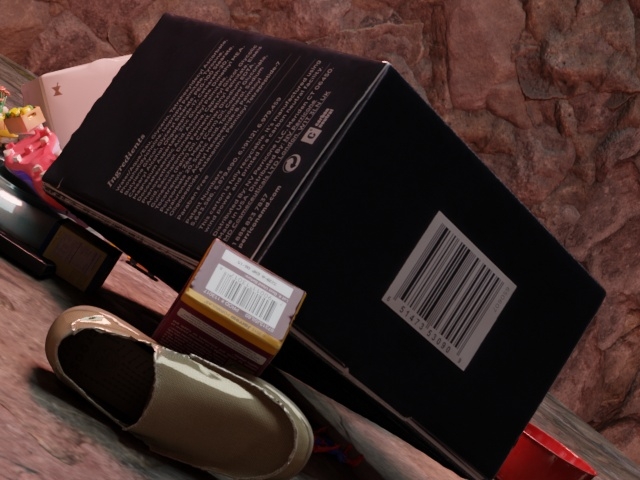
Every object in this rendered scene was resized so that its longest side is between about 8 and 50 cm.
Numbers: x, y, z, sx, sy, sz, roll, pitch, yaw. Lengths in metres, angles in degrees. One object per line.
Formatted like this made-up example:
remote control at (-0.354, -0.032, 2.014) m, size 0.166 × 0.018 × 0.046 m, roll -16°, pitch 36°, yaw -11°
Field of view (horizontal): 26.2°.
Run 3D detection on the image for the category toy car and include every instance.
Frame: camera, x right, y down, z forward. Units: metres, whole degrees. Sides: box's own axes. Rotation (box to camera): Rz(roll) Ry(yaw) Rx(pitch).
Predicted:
toy car at (-0.264, 0.024, 1.996) m, size 0.060 × 0.040 × 0.122 m, roll 34°, pitch 4°, yaw 16°

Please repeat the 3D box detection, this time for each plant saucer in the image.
plant saucer at (-0.416, -0.062, 1.859) m, size 0.317 × 0.044 × 0.317 m, roll 33°, pitch 4°, yaw -3°

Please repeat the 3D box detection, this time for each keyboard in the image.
keyboard at (-0.393, -0.012, 1.599) m, size 0.180 × 0.023 × 0.108 m, roll 32°, pitch -2°, yaw 1°

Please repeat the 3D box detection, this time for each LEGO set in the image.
LEGO set at (-0.484, -0.199, 2.043) m, size 0.132 × 0.107 × 0.287 m, roll -2°, pitch 0°, yaw -15°

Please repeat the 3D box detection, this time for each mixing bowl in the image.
mixing bowl at (0.341, 0.362, 2.208) m, size 0.181 × 0.098 × 0.181 m, roll 33°, pitch 5°, yaw -3°

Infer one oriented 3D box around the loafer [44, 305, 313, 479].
loafer at (-0.135, 0.147, 1.239) m, size 0.268 × 0.102 × 0.092 m, roll 24°, pitch 5°, yaw 3°

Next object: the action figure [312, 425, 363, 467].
action figure at (0.005, 0.240, 1.629) m, size 0.115 × 0.030 × 0.038 m, roll 25°, pitch 13°, yaw -46°

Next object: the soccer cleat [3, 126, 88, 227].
soccer cleat at (-0.360, -0.085, 1.840) m, size 0.248 × 0.083 × 0.095 m, roll 30°, pitch -32°, yaw 60°

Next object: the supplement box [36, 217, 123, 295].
supplement box at (-0.298, 0.019, 1.696) m, size 0.083 × 0.056 × 0.083 m, roll 33°, pitch 4°, yaw -2°

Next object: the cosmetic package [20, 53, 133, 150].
cosmetic package at (-0.362, -0.209, 2.218) m, size 0.197 × 0.155 × 0.365 m, roll -14°, pitch 9°, yaw -14°

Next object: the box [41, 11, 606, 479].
box at (0.000, 0.000, 1.671) m, size 0.480 × 0.297 × 0.471 m, roll 41°, pitch -13°, yaw -37°

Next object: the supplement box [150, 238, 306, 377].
supplement box at (-0.106, 0.098, 1.331) m, size 0.104 × 0.188 × 0.081 m, roll 32°, pitch 47°, yaw -6°
